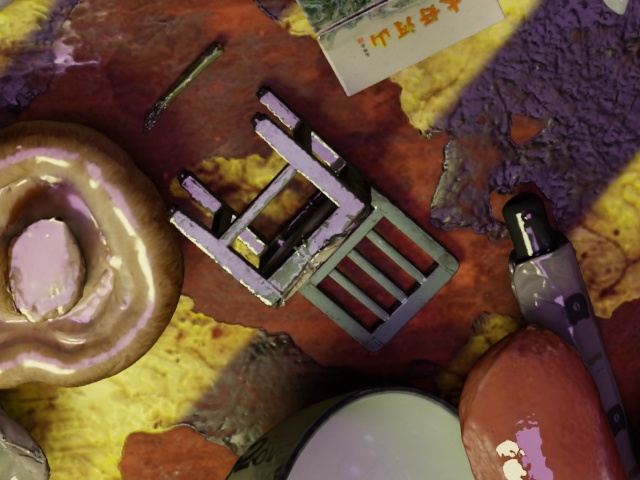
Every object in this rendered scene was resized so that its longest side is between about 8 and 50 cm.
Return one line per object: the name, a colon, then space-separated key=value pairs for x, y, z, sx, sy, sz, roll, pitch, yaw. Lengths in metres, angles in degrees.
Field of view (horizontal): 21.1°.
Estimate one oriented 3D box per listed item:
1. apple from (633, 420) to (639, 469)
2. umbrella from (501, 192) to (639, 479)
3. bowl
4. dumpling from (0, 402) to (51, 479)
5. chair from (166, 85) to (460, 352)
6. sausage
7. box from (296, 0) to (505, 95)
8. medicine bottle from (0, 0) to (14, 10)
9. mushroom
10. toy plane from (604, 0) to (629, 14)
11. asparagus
apple: x=0.409 y=0.222 z=1.668 sx=0.187 sy=0.211 sz=0.211 roll=-22 pitch=107 yaw=12
umbrella: x=0.247 y=0.111 z=1.704 sx=0.073 sy=0.067 sz=0.337 roll=-21 pitch=107 yaw=-6
bowl: x=0.014 y=0.317 z=1.668 sx=0.185 sy=0.354 sz=0.354 roll=-7 pitch=116 yaw=47
dumpling: x=-0.399 y=0.211 z=1.687 sx=0.292 sy=0.163 sz=0.204 roll=0 pitch=149 yaw=9
chair: x=0.000 y=0.000 z=1.619 sx=0.270 sy=0.147 sz=0.136 roll=43 pitch=102 yaw=-12
sausage: x=0.212 y=0.211 z=1.644 sx=0.148 sy=0.148 sz=0.254 roll=-25 pitch=99 yaw=6
box: x=0.040 y=-0.272 z=1.528 sx=0.164 sy=0.069 sz=0.256 roll=-26 pitch=127 yaw=7
medicine bottle: x=-0.401 y=-0.311 z=1.475 sx=0.202 sy=0.202 sz=0.316 roll=-30 pitch=106 yaw=8
mushroom: x=-0.265 y=0.022 z=1.614 sx=0.278 sy=0.146 sz=0.278 roll=-2 pitch=103 yaw=-7
toy plane: x=0.328 y=-0.322 z=1.534 sx=0.266 sy=0.122 sz=0.267 roll=-1 pitch=93 yaw=-13
asparagus: x=-0.133 y=-0.145 z=1.635 sx=0.114 sy=0.015 sz=0.014 roll=-45 pitch=138 yaw=14
